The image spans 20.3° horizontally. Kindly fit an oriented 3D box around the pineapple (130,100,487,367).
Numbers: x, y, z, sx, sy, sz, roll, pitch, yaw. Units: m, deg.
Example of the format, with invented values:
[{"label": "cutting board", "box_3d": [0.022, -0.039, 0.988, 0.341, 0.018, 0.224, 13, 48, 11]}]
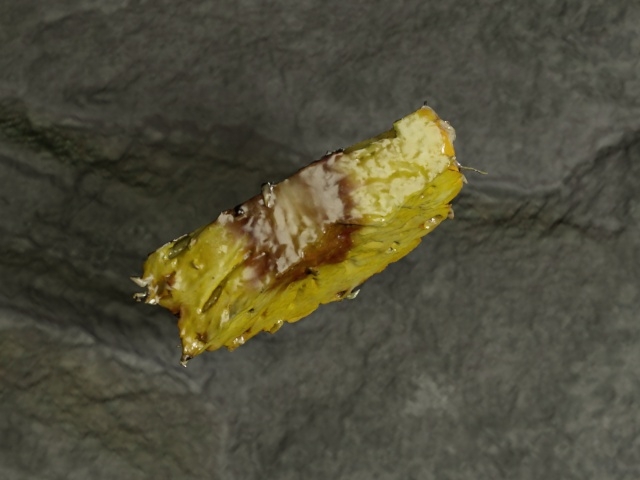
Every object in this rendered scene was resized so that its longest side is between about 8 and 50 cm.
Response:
[{"label": "pineapple", "box_3d": [-0.001, -0.001, 1.173, 0.233, 0.135, 0.079, -30, 82, 6]}]
